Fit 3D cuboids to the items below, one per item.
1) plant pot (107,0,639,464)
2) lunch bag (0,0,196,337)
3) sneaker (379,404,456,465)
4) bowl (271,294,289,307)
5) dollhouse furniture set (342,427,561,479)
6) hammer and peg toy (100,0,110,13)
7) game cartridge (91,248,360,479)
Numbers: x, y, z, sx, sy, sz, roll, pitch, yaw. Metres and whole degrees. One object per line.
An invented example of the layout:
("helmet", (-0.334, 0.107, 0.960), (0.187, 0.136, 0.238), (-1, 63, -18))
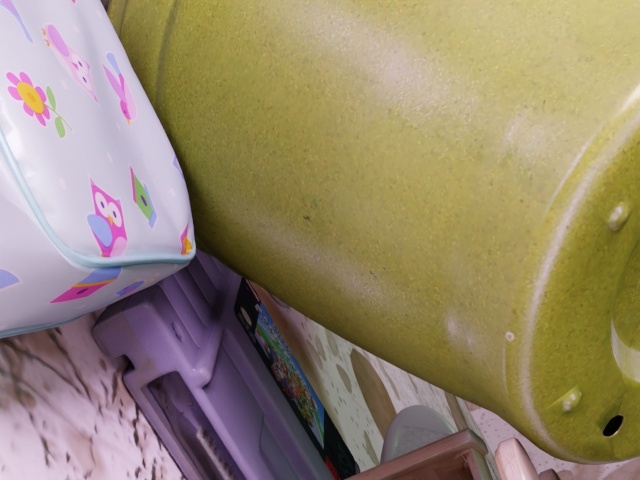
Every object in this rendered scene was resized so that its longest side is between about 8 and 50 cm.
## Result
("plant pot", (0.101, -0.065, 0.528), (0.353, 0.366, 0.366), (41, -12, 49))
("lunch bag", (-0.180, -0.090, 0.433), (0.279, 0.108, 0.224), (64, 10, 3))
("sneaker", (0.106, 0.311, 0.843), (0.147, 0.105, 0.295), (127, -50, -73))
("bowl", (0.000, 0.000, 1.084), (0.289, 0.156, 0.289), (61, 9, -17))
("dollhouse furniture set", (0.039, 0.180, 0.487), (0.242, 0.212, 0.161), (44, 24, -54))
("hammer and peg toy", (-0.202, -0.258, 0.754), (0.361, 0.127, 0.266), (63, 6, -2))
("game cartridge", (-0.041, 0.160, 0.693), (0.355, 0.068, 0.230), (61, 13, -16))
